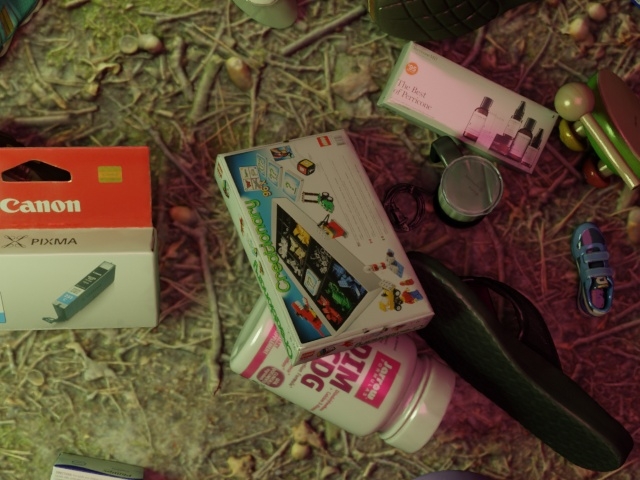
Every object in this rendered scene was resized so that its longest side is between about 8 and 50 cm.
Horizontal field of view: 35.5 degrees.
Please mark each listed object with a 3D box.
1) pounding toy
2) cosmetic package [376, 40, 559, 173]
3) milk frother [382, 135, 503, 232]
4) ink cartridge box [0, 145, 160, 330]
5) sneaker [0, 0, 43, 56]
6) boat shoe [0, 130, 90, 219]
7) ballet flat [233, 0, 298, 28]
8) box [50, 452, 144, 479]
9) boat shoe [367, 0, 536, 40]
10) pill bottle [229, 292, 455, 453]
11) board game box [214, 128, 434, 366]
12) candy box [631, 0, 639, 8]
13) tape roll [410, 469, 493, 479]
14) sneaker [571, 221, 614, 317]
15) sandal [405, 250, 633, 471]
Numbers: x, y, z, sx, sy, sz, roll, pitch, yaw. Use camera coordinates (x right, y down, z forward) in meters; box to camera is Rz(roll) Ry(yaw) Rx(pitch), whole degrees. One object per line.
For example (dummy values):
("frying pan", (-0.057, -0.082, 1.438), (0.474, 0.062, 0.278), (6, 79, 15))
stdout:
("pounding toy", (0.392, -0.136, 1.409), (0.110, 0.237, 0.182), (-33, 81, 32))
("cosmetic package", (0.211, -0.188, 1.430), (0.239, 0.060, 0.098), (24, 90, -8))
("milk frother", (0.167, -0.058, 1.394), (0.129, 0.135, 0.143), (43, 86, 7))
("ink cartridge box", (-0.365, 0.003, 1.309), (0.297, 0.066, 0.261), (-1, 128, -7))
("sneaker", (-0.440, -0.309, 1.322), (0.107, 0.110, 0.275), (24, 90, -7))
("boat shoe", (-0.391, -0.070, 1.366), (0.258, 0.095, 0.095), (28, 125, -14))
("ballet flat", (-0.112, -0.377, 1.376), (0.072, 0.068, 0.213), (-44, 98, -2))
("box", (-0.320, 0.380, 1.398), (0.126, 0.072, 0.137), (12, 93, -7))
("boat shoe", (0.214, -0.376, 1.397), (0.324, 0.122, 0.119), (-18, 52, -11))
("pill bottle", (0.032, 0.171, 1.381), (0.283, 0.160, 0.160), (29, 90, -8))
("board game box", (0.000, 0.000, 1.326), (0.193, 0.053, 0.305), (-14, 63, -21))
("candy box", (0.458, -0.535, 1.406), (0.317, 0.122, 0.268), (43, 88, -9))
("tape roll", (0.197, 0.481, 1.457), (0.275, 0.090, 0.274), (0, 94, -6))
("sneaker", (0.404, 0.044, 1.468), (0.053, 0.059, 0.144), (-8, 94, -4))
("sandal", (0.273, 0.158, 1.430), (0.446, 0.168, 0.107), (43, 62, -13))
